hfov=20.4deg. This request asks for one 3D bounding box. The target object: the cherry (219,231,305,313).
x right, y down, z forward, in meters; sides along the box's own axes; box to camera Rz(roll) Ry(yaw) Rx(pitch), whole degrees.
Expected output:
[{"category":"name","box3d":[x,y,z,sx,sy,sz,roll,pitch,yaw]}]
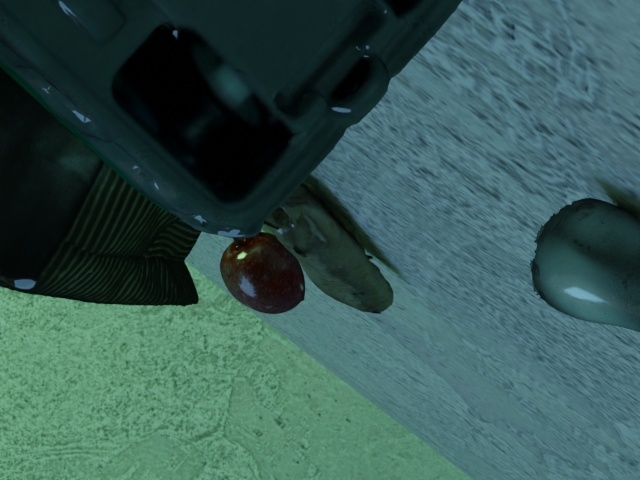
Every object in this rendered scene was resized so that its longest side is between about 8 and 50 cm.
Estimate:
[{"category":"cherry","box3d":[-0.102,0.012,2.160,0.225,0.090,0.107,42,174,-24]}]

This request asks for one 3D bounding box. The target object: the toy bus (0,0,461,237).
[{"category":"toy bus","box3d":[-0.108,-0.175,0.686,0.199,0.183,0.343,38,174,48]}]

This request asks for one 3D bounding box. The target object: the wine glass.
[{"category":"wine glass","box3d":[0.187,0.032,0.949,0.155,0.072,0.072,28,168,50]}]

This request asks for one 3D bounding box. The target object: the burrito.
[{"category":"burrito","box3d":[0.000,0.000,1.707,0.087,0.060,0.226,29,170,31]}]

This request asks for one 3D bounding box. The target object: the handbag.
[{"category":"handbag","box3d":[-0.216,-0.079,1.497,0.341,0.247,0.240,26,180,35]}]
